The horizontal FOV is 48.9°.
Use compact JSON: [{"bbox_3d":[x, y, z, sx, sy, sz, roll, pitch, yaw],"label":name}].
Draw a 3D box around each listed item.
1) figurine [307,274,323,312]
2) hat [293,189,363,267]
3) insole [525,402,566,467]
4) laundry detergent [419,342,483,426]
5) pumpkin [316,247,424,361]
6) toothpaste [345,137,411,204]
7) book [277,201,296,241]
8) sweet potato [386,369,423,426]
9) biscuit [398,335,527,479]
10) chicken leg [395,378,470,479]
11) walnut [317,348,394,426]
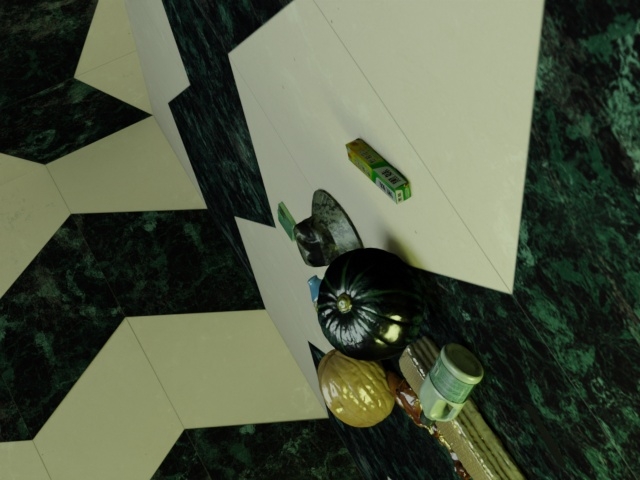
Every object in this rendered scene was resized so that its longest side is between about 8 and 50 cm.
[{"bbox_3d":[0.095,0.169,1.712,0.262,0.180,0.154,55,172,-5],"label":"figurine"},{"bbox_3d":[0.000,0.000,1.838,0.266,0.128,0.266,59,166,25],"label":"hat"},{"bbox_3d":[0.417,0.361,1.304,0.135,0.002,0.045,60,165,5],"label":"insole"},{"bbox_3d":[0.261,0.319,1.483,0.099,0.070,0.226,39,134,23],"label":"laundry detergent"},{"bbox_3d":[0.127,0.141,1.540,0.248,0.248,0.248,55,164,24],"label":"pumpkin"},{"bbox_3d":[0.110,-0.138,1.368,0.178,0.037,0.043,49,160,42],"label":"toothpaste"},{"bbox_3d":[-0.112,-0.062,2.322,0.103,0.017,0.135,56,165,17],"label":"book"},{"bbox_3d":[0.239,0.444,1.977,0.202,0.058,0.055,54,153,33],"label":"sweet potato"},{"bbox_3d":[0.324,0.419,1.586,0.426,0.078,0.144,56,164,19],"label":"biscuit"},{"bbox_3d":[0.302,0.471,1.776,0.304,0.093,0.113,54,-176,-4],"label":"chicken leg"},{"bbox_3d":[0.107,0.435,2.089,0.261,0.225,0.225,54,166,-5],"label":"walnut"}]
